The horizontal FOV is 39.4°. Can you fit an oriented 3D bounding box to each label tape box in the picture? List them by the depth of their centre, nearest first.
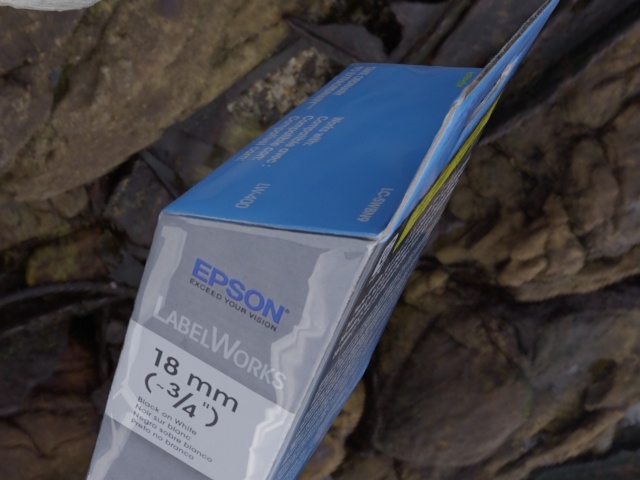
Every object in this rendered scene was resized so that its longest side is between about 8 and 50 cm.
[{"bbox_3d":[0.000,0.000,0.514,0.240,0.106,0.333,-48,164,-54],"label":"label tape box"}]

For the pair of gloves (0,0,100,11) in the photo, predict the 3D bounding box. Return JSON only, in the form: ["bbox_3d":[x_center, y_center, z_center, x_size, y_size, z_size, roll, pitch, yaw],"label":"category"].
[{"bbox_3d":[-0.143,-0.231,0.431,0.204,0.042,0.240,-26,100,-39],"label":"pair of gloves"}]
